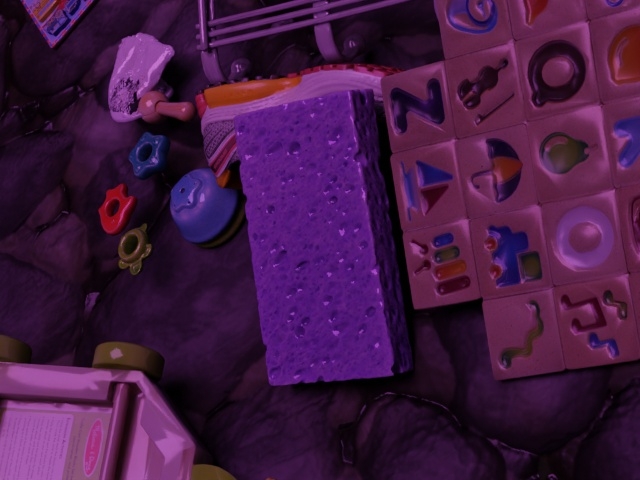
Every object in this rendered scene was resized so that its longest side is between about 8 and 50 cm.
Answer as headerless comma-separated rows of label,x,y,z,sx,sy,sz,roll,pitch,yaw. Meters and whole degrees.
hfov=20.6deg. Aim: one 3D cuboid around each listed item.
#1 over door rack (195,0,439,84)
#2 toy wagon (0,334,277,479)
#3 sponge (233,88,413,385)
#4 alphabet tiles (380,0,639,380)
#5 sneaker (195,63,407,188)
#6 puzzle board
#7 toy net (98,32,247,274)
over door rack,0.001,-0.299,1.392,0.240,0.108,0.324,-10,90,30
toy wagon,-0.184,0.211,1.345,0.345,0.068,0.267,2,70,20
sponge,0.000,0.000,1.300,0.117,0.031,0.210,-10,87,37
alphabet tiles,0.193,-0.062,1.166,0.343,0.011,0.285,-12,84,35
sneaker,0.005,-0.085,1.367,0.225,0.088,0.092,-7,86,37
puzzle board,-0.233,-0.256,1.680,0.128,0.011,0.096,-47,48,11
toy net,-0.140,-0.077,1.498,0.122,0.045,0.232,-38,48,21
